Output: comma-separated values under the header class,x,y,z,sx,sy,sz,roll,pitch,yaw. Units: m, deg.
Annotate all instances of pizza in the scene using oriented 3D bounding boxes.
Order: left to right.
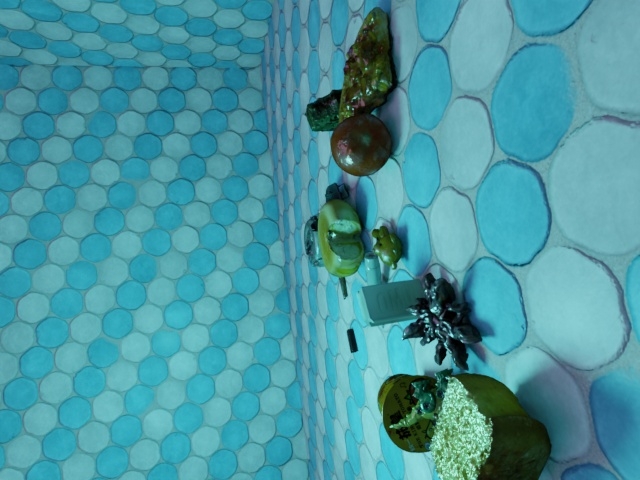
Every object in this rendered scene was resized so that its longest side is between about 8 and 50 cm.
class,x,y,z,sx,sy,sz,roll,pitch,yaw
pizza,0.148,-0.551,1.396,0.277,0.114,0.408,-113,30,-44

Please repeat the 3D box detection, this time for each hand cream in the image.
class,x,y,z,sx,sy,sz,roll,pitch,yaw
hand cream,0.211,0.187,1.562,0.085,0.058,0.331,-126,19,-55

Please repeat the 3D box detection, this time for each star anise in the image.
class,x,y,z,sx,sy,sz,roll,pitch,yaw
star anise,0.321,0.215,1.110,0.212,0.129,0.282,-48,52,47

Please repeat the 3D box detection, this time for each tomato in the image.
class,x,y,z,sx,sy,sz,roll,pitch,yaw
tomato,0.135,-0.318,1.398,0.184,0.208,0.208,159,104,-81

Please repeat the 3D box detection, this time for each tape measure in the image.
class,x,y,z,sx,sy,sz,roll,pitch,yaw
tape measure,0.000,0.000,2.097,0.275,0.147,0.256,101,158,-43

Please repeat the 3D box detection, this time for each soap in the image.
class,x,y,z,sx,sy,sz,roll,pitch,yaw
soap,0.223,0.192,1.279,0.066,0.198,0.119,109,151,-59

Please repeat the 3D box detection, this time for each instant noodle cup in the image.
class,x,y,z,sx,sy,sz,roll,pitch,yaw
instant noodle cup,0.270,0.499,1.245,0.172,0.216,0.215,128,134,-80

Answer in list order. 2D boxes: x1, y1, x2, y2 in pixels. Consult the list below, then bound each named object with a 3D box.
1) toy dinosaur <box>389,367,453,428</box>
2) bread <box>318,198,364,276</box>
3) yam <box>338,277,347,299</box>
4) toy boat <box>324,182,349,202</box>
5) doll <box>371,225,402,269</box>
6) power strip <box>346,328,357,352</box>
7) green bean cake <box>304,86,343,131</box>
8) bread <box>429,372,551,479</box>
class,x,y,z,sx,sy,sz,roll,pitch,yaw
toy dinosaur,0.295,0.439,1.111,0.094,0.259,0.153,28,-135,-56
bread,0.089,-0.010,1.750,0.333,0.160,0.332,176,90,-75
yam,0.113,0.222,2.006,0.027,0.033,0.129,-21,79,46
toy boat,0.069,-0.202,1.910,0.246,0.103,0.092,107,142,-84
doll,0.216,0.021,1.442,0.209,0.097,0.137,-135,36,-74
power strip,0.149,0.474,1.955,0.038,0.030,0.111,115,148,-62
green bean cake,0.054,-0.514,1.612,0.193,0.209,0.107,120,139,-67
bread,0.369,0.434,0.898,0.194,0.179,0.339,-116,23,-55
